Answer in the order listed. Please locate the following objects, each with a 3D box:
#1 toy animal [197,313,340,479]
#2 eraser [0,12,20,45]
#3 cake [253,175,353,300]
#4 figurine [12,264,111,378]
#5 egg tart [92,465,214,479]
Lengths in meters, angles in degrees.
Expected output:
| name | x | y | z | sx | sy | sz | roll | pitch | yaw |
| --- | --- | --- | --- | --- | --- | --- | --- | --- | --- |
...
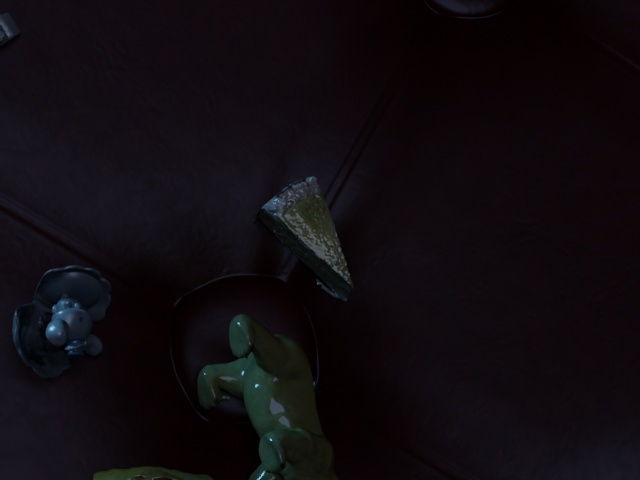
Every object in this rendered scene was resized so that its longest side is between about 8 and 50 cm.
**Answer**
| name | x | y | z | sx | sy | sz | roll | pitch | yaw |
| --- | --- | --- | --- | --- | --- | --- | --- | --- | --- |
| toy animal | -0.032 | 0.176 | 1.137 | 0.101 | 0.103 | 0.218 | -7 | 73 | -41 |
| eraser | -0.328 | -0.182 | 1.173 | 0.099 | 0.019 | 0.027 | -37 | 103 | -21 |
| cake | 0.000 | 0.000 | 1.203 | 0.065 | 0.052 | 0.121 | -41 | 89 | -24 |
| figurine | -0.227 | 0.077 | 1.105 | 0.082 | 0.094 | 0.086 | -19 | 46 | 17 |
| egg tart | -0.159 | 0.327 | 1.032 | 0.291 | 0.107 | 0.290 | 2 | 78 | -12 |
